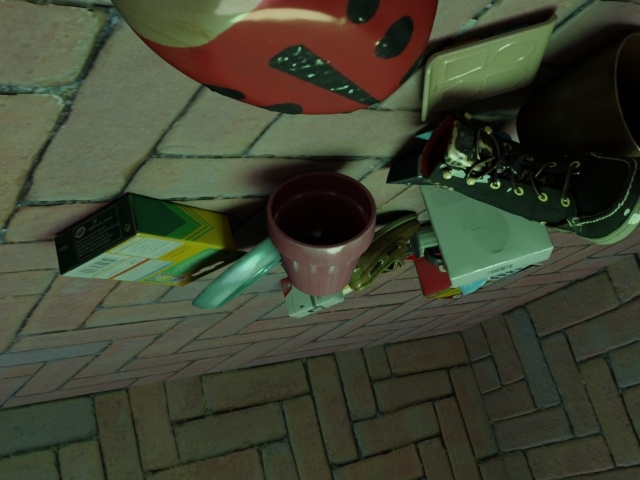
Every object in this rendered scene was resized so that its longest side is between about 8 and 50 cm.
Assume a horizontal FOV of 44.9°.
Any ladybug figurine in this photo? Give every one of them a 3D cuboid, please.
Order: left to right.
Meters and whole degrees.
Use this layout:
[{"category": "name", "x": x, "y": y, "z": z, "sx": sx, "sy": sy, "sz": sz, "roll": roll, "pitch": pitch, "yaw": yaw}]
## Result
[{"category": "ladybug figurine", "x": -0.026, "y": -0.243, "z": 0.795, "sx": 0.305, "sy": 0.162, "sz": 0.449, "roll": -26, "pitch": 161, "yaw": 31}]

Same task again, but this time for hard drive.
[{"category": "hard drive", "x": 0.272, "y": -0.133, "z": 1.492, "sx": 0.255, "sy": 0.054, "sz": 0.172, "roll": 0, "pitch": 179, "yaw": -17}]

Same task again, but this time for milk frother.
[{"category": "milk frother", "x": 0.307, "y": -0.023, "z": 1.967, "sx": 0.135, "sy": 0.129, "sz": 0.143, "roll": -13, "pitch": 120, "yaw": -9}]

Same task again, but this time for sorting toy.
[{"category": "sorting toy", "x": 0.251, "y": -0.269, "z": 1.199, "sx": 0.208, "sy": 0.038, "sz": 0.193, "roll": -20, "pitch": 164, "yaw": -1}]

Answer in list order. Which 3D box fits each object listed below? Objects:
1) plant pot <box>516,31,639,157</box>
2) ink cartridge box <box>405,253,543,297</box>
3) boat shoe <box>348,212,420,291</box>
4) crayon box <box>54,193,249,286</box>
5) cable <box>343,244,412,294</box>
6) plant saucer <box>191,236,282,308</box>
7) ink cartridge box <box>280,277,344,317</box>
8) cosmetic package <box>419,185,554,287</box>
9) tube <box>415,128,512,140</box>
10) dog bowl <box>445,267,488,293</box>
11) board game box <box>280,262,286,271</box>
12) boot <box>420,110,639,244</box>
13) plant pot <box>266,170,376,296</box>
[{"category": "plant pot", "x": 0.460, "y": -0.212, "z": 1.320, "sx": 0.215, "sy": 0.215, "sz": 0.230, "roll": -2, "pitch": 174, "yaw": -38}, {"category": "ink cartridge box", "x": 0.444, "y": 0.063, "z": 2.278, "sx": 0.309, "sy": 0.130, "sz": 0.272, "roll": -28, "pitch": 159, "yaw": 36}, {"category": "boat shoe", "x": 0.143, "y": 0.031, "z": 1.803, "sx": 0.307, "sy": 0.104, "sz": 0.111, "roll": -29, "pitch": 173, "yaw": -42}, {"category": "crayon box", "x": -0.313, "y": 0.009, "z": 1.489, "sx": 0.203, "sy": 0.083, "sz": 0.323, "roll": -25, "pitch": 160, "yaw": 27}, {"category": "cable", "x": 0.141, "y": 0.096, "z": 2.209, "sx": 0.287, "sy": 0.072, "sz": 0.139, "roll": -21, "pitch": 168, "yaw": 16}, {"category": "plant saucer", "x": -0.131, "y": 0.051, "z": 1.627, "sx": 0.317, "sy": 0.043, "sz": 0.317, "roll": -39, "pitch": 177, "yaw": -2}, {"category": "ink cartridge box", "x": -0.022, "y": 0.136, "z": 2.120, "sx": 0.150, "sy": 0.109, "sz": 0.063, "roll": -24, "pitch": 158, "yaw": 25}, {"category": "cosmetic package", "x": 0.360, "y": -0.041, "z": 1.693, "sx": 0.224, "sy": 0.224, "sz": 0.138, "roll": -18, "pitch": 166, "yaw": 7}, {"category": "tube", "x": 0.277, "y": -0.189, "z": 1.449, "sx": 0.207, "sy": 0.052, "sz": 0.080, "roll": 2, "pitch": 166, "yaw": -41}, {"category": "dog bowl", "x": 0.403, "y": -0.007, "z": 1.847, "sx": 0.297, "sy": 0.074, "sz": 0.166, "roll": -52, "pitch": -174, "yaw": -19}, {"category": "board game box", "x": -0.001, "y": 0.014, "z": 1.641, "sx": 0.194, "sy": 0.060, "sz": 0.194, "roll": -39, "pitch": 178, "yaw": 1}, {"category": "boot", "x": 0.330, "y": -0.107, "z": 1.233, "sx": 0.284, "sy": 0.138, "sz": 0.377, "roll": 20, "pitch": -178, "yaw": -7}, {"category": "plant pot", "x": 0.000, "y": 0.000, "z": 1.448, "sx": 0.201, "sy": 0.201, "sz": 0.180, "roll": -12, "pitch": 139, "yaw": -13}]
